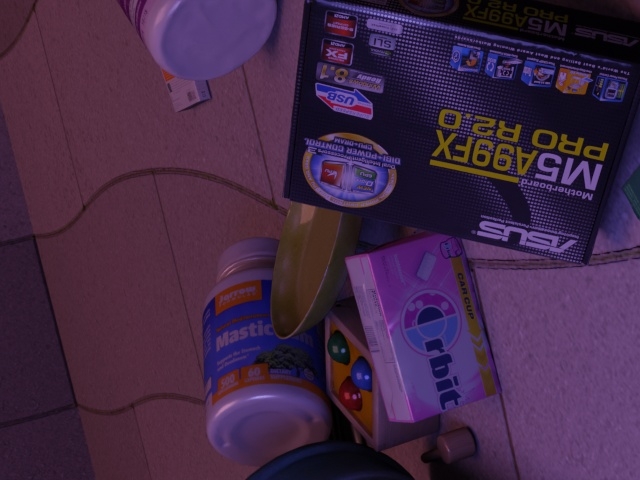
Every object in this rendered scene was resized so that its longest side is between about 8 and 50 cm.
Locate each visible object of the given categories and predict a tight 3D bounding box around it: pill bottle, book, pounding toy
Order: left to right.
[{"bbox_3d":[-0.187,-0.351,1.829,0.301,0.169,0.169,56,151,35],"label":"pill bottle"},{"bbox_3d":[-0.201,-0.261,2.100,0.096,0.035,0.144,-11,95,64],"label":"book"},{"bbox_3d":[-0.070,0.130,1.826,0.152,0.152,0.272,100,168,-46],"label":"pill bottle"},{"bbox_3d":[0.083,0.187,1.651,0.206,0.094,0.181,45,144,50],"label":"pounding toy"}]

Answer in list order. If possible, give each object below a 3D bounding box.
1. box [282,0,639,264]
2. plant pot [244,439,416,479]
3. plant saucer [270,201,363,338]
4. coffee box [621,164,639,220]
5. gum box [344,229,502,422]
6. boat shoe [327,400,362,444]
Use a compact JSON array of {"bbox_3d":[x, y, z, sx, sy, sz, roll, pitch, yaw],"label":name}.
[{"bbox_3d":[0.113,-0.101,1.203,0.060,0.270,0.216,-72,-7,-46],"label":"box"},{"bbox_3d":[0.087,0.408,1.522,0.334,0.341,0.341,9,113,57],"label":"plant pot"},{"bbox_3d":[0.000,0.000,1.685,0.241,0.037,0.241,-164,90,-74],"label":"plant saucer"},{"bbox_3d":[0.296,-0.043,1.077,0.113,0.040,0.184,64,156,22],"label":"coffee box"},{"bbox_3d":[0.104,0.082,1.516,0.062,0.107,0.188,-12,93,67],"label":"gum box"},{"bbox_3d":[0.010,0.301,1.881,0.094,0.109,0.302,-19,85,65],"label":"boat shoe"}]
